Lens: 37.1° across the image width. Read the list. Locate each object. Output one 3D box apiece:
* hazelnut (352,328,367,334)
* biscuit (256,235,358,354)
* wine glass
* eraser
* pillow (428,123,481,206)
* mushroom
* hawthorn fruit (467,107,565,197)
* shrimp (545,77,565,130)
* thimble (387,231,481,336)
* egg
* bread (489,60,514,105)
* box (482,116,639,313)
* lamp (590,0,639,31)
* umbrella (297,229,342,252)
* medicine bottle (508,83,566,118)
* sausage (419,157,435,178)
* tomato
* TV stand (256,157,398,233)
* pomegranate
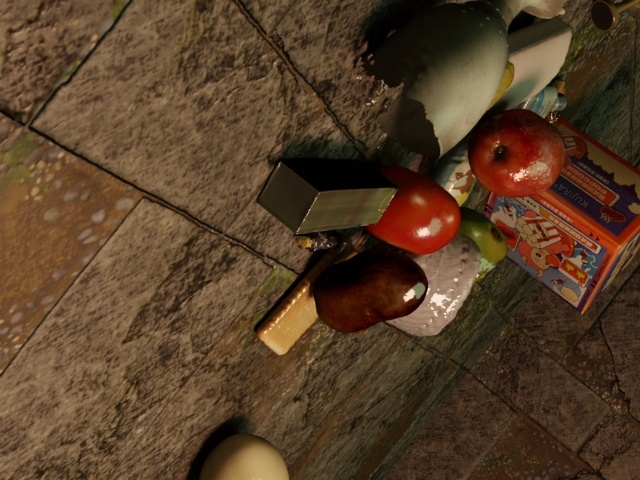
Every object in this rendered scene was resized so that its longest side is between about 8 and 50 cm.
[{"bbox_3d":[0.073,0.164,2.041,0.086,0.086,0.086,-42,157,-22],"label":"hazelnut"},{"bbox_3d":[-0.019,0.105,1.811,0.250,0.030,0.160,-49,158,-6],"label":"biscuit"},{"bbox_3d":[0.211,-0.288,1.423,0.357,0.190,0.190,-46,159,-9],"label":"wine glass"},{"bbox_3d":[0.355,-0.316,1.791,0.270,0.095,0.174,-28,155,-43],"label":"eraser"},{"bbox_3d":[0.280,-0.153,1.903,0.233,0.086,0.214,-62,173,-14],"label":"pillow"},{"bbox_3d":[0.109,0.055,1.757,0.226,0.148,0.217,-14,-157,30],"label":"mushroom"},{"bbox_3d":[0.353,-0.162,1.745,0.173,0.173,0.173,-42,157,-22],"label":"hawthorn fruit"},{"bbox_3d":[0.525,-0.287,2.254,0.148,0.035,0.195,-44,148,-27],"label":"shrimp"},{"bbox_3d":[0.195,0.070,1.918,0.245,0.157,0.217,-51,-163,46],"label":"thimble"},{"bbox_3d":[-0.156,0.499,1.958,0.188,0.188,0.254,-36,148,-34],"label":"egg"},{"bbox_3d":[0.250,-0.274,1.600,0.187,0.065,0.150,-3,128,-16],"label":"bread"},{"bbox_3d":[0.628,-0.058,2.416,0.257,0.348,0.319,-40,158,-26],"label":"box"},{"bbox_3d":[0.695,-0.533,2.103,0.214,0.121,0.121,-27,151,-20],"label":"lamp"},{"bbox_3d":[0.000,0.000,1.668,0.040,0.037,0.144,-44,165,19],"label":"umbrella"},{"bbox_3d":[0.480,-0.304,2.105,0.208,0.053,0.090,-12,135,-50],"label":"medicine bottle"},{"bbox_3d":[0.219,-0.168,1.855,0.026,0.026,0.116,-32,152,-40],"label":"sausage"},{"bbox_3d":[0.156,-0.049,1.701,0.136,0.195,0.195,-65,158,1],"label":"tomato"},{"bbox_3d":[0.018,-0.074,1.514,0.269,0.088,0.083,-7,131,-61],"label":"TV stand"},{"bbox_3d":[0.301,0.007,2.153,0.190,0.159,0.241,-39,-175,-8],"label":"pomegranate"}]
